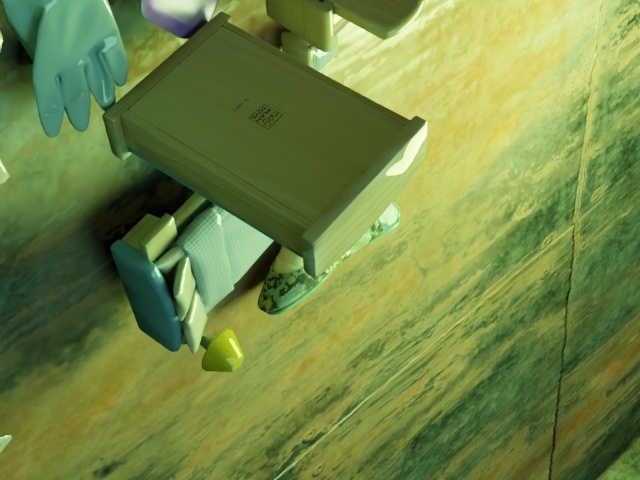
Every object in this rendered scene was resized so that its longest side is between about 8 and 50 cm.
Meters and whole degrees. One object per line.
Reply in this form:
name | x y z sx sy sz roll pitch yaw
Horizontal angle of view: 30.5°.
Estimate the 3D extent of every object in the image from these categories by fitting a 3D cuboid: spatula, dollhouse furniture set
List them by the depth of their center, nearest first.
spatula | -0.043 -0.288 0.883 0.296 0.030 0.084 -56 149 7
dollhouse furniture set | -0.009 -0.034 0.995 0.286 0.198 0.303 -47 156 -26

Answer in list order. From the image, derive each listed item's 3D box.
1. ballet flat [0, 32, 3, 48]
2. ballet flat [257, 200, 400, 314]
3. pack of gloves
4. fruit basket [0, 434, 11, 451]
ballet flat | -0.311 0.006 0.717 0.409 0.147 0.147 -53 149 9
ballet flat | 0.000 0.000 1.213 0.188 0.070 0.070 -38 146 -24
pack of gloves | -0.240 -0.141 0.788 0.195 0.046 0.232 -30 139 -17
fruit basket | -0.414 0.297 0.860 0.327 0.165 0.353 -49 160 19
